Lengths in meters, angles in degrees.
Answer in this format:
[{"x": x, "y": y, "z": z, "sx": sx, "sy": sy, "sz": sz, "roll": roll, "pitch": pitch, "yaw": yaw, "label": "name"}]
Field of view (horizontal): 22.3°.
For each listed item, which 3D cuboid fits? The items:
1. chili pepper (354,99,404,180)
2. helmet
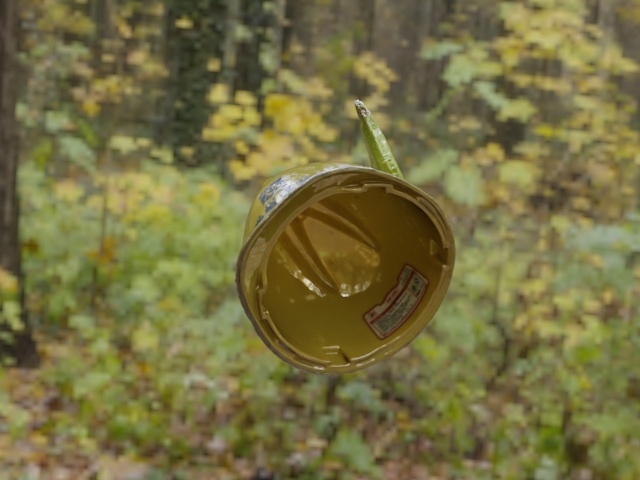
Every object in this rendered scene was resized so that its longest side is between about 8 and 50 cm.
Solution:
[{"x": 0.091, "y": -0.089, "z": 2.171, "sx": 0.043, "sy": 0.208, "sz": 0.049, "roll": -11, "pitch": 22, "yaw": 27, "label": "chili pepper"}, {"x": 0.000, "y": 0.000, "z": 1.529, "sx": 0.257, "sy": 0.205, "sz": 0.140, "roll": 43, "pitch": 4, "yaw": -43, "label": "helmet"}]
